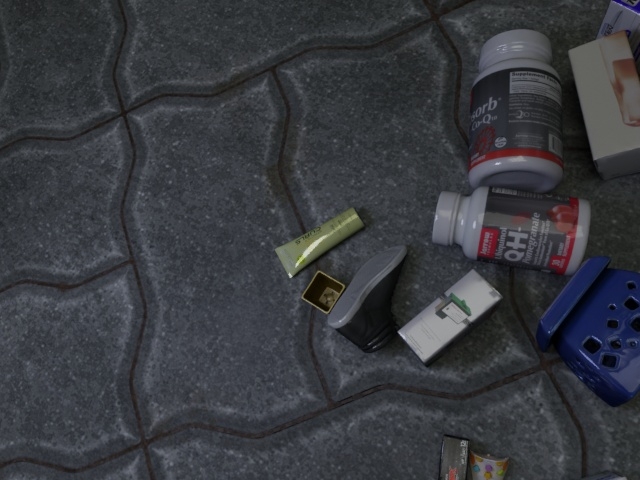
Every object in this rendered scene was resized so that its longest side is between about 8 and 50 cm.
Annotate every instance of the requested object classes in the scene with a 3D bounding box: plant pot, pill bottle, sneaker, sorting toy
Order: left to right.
[{"bbox_3d":[0.015,0.136,1.300,0.081,0.083,0.081,30,81,20],"label":"plant pot"},{"bbox_3d":[0.146,0.145,1.268,0.146,0.105,0.295,52,58,-18],"label":"sneaker"},{"bbox_3d":[0.361,0.502,1.131,0.083,0.045,0.075,5,94,15],"label":"sorting toy"},{"bbox_3d":[0.428,-0.030,1.202,0.319,0.176,0.176,10,76,17],"label":"pill bottle"},{"bbox_3d":[0.467,-0.299,1.260,0.211,0.210,0.362,2,73,14],"label":"pill bottle"},{"bbox_3d":[0.587,0.179,1.076,0.212,0.236,0.236,36,84,28],"label":"plant pot"}]

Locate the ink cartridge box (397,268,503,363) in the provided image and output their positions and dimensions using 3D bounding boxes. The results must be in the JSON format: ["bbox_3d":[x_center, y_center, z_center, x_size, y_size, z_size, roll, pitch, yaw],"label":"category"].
[{"bbox_3d":[0.291,0.179,1.179,0.219,0.160,0.092,-40,68,-2],"label":"ink cartridge box"}]

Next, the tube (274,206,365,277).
[{"bbox_3d":[0.000,0.000,1.363,0.240,0.062,0.070,-31,28,8],"label":"tube"}]

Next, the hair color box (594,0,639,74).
[{"bbox_3d":[0.839,-0.462,1.233,0.339,0.185,0.110,39,85,21],"label":"hair color box"}]

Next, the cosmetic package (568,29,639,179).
[{"bbox_3d":[0.688,-0.312,1.227,0.129,0.153,0.295,-14,70,32],"label":"cosmetic package"}]

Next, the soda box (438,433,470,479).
[{"bbox_3d":[0.285,0.512,1.133,0.060,0.053,0.168,6,74,16],"label":"soda box"}]

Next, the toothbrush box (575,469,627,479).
[{"bbox_3d":[0.538,0.620,1.001,0.206,0.122,0.283,-22,70,5],"label":"toothbrush box"}]
